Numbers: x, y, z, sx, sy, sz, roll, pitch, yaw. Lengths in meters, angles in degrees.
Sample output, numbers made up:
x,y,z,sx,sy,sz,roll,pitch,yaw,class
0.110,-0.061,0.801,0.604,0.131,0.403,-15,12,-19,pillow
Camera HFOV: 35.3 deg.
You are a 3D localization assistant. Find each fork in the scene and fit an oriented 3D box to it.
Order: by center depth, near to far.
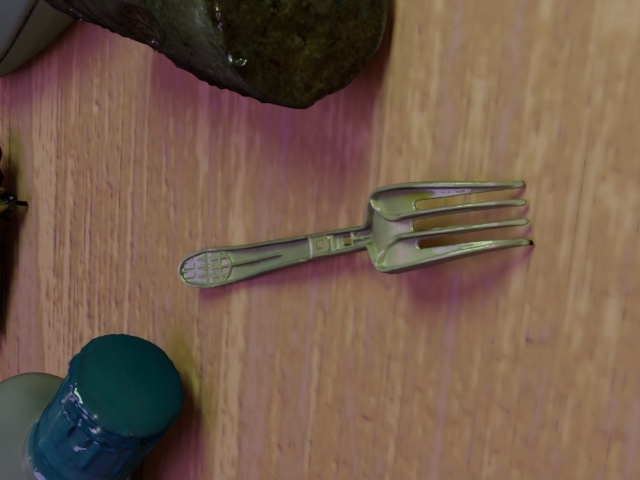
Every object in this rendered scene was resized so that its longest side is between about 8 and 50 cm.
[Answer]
x,y,z,sx,sy,sz,roll,pitch,yaw,class
-0.005,0.001,0.431,0.219,0.028,0.034,-9,91,51,fork

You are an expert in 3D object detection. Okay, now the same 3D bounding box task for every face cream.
x,y,z,sx,sy,sz,roll,pitch,yaw,class
-0.175,0.170,0.619,0.336,0.080,0.163,-51,56,42,face cream

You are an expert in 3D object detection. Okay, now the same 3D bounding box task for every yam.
x,y,z,sx,sy,sz,roll,pitch,yaw,class
-0.057,-0.126,0.427,0.183,0.107,0.107,33,119,40,yam

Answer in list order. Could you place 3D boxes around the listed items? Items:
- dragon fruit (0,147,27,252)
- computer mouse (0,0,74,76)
x,y,z,sx,sy,sz,roll,pitch,yaw,class
-0.255,0.006,0.728,0.092,0.122,0.192,29,120,0,dragon fruit
-0.196,-0.196,0.589,0.288,0.097,0.159,-18,83,50,computer mouse
